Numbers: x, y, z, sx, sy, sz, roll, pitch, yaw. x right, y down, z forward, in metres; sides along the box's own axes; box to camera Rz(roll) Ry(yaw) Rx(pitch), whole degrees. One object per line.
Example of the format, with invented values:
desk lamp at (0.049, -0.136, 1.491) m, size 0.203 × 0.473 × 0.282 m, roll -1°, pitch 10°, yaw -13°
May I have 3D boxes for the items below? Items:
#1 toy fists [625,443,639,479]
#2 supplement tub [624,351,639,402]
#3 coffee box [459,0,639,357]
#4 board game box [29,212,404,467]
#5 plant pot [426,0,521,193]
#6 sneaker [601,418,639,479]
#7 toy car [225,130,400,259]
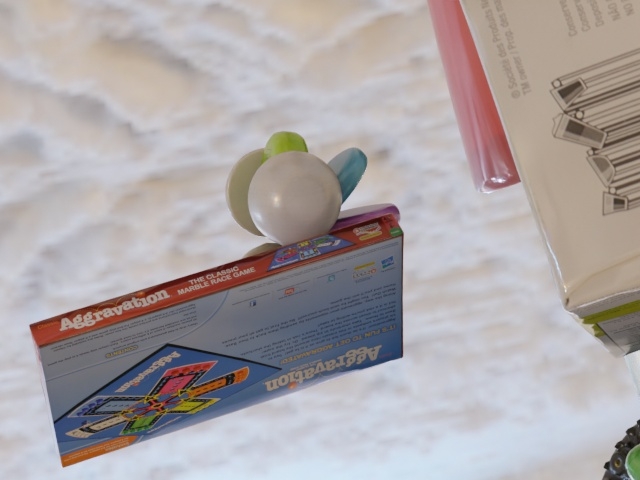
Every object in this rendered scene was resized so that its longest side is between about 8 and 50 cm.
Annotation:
toy fists at (0.341, 0.116, 1.301) m, size 0.279 × 0.096 × 0.142 m, roll -26°, pitch 137°, yaw 11°
supplement tub at (0.368, 0.059, 1.629) m, size 0.235 × 0.235 × 0.325 m, roll -15°, pitch 141°, yaw 12°
coffee box at (0.282, -0.142, 1.237) m, size 0.338 × 0.338 × 0.334 m, roll -19°, pitch 168°, yaw 11°
board game box at (-0.071, 0.076, 1.437) m, size 0.281 × 0.027 × 0.145 m, roll -17°, pitch 137°, yaw -14°
plant pot at (0.229, -0.209, 1.874) m, size 0.275 × 0.243 × 0.275 m, roll -25°, pitch -176°, yaw 2°
sneaker at (0.286, 0.253, 1.624) m, size 0.086 × 0.237 × 0.085 m, roll -13°, pitch -158°, yaw -41°
toy car at (0.000, 0.000, 1.570) m, size 0.136 × 0.182 × 0.159 m, roll -4°, pitch -176°, yaw -13°
